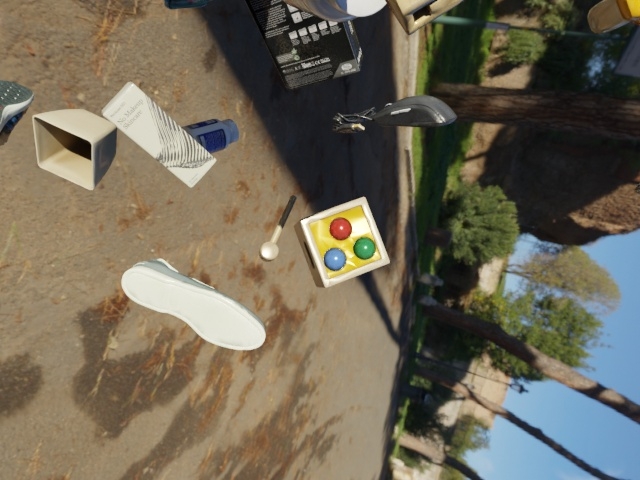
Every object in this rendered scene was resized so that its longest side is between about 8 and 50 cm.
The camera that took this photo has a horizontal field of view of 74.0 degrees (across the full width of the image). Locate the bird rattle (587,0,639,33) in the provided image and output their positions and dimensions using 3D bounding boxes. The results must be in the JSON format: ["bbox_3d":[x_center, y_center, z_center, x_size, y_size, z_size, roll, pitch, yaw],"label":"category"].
[{"bbox_3d":[0.407,-0.304,0.467,0.143,0.207,0.253,61,23,-18],"label":"bird rattle"}]

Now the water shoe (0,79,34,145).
[{"bbox_3d":[-0.591,-0.221,0.767,0.080,0.073,0.203,-51,-153,31],"label":"water shoe"}]

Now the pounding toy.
[{"bbox_3d":[-0.009,-0.007,0.763,0.094,0.206,0.181,154,-84,-77],"label":"pounding toy"}]

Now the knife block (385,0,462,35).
[{"bbox_3d":[0.023,-0.306,0.307,0.275,0.088,0.242,55,15,-23],"label":"knife block"}]

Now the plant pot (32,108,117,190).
[{"bbox_3d":[-0.433,-0.177,0.773,0.096,0.109,0.109,-68,-177,-50],"label":"plant pot"}]

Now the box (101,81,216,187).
[{"bbox_3d":[-0.414,-0.269,1.107,0.113,0.094,0.275,-49,126,-2],"label":"box"}]

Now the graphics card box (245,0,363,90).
[{"bbox_3d":[-0.052,-0.596,1.109,0.371,0.233,0.094,60,32,-42],"label":"graphics card box"}]

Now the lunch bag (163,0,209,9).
[{"bbox_3d":[-0.410,-0.879,1.340,0.160,0.262,0.223,-13,96,-56],"label":"lunch bag"}]

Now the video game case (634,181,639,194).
[{"bbox_3d":[0.457,-0.164,0.417,0.274,0.026,0.196,-58,173,8],"label":"video game case"}]

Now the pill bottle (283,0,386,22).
[{"bbox_3d":[0.011,-0.363,0.565,0.121,0.216,0.121,-13,128,-18],"label":"pill bottle"}]

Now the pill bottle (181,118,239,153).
[{"bbox_3d":[-0.382,-0.359,1.471,0.187,0.112,0.112,-29,136,-37],"label":"pill bottle"}]

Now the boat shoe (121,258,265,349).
[{"bbox_3d":[-0.256,0.127,0.914,0.099,0.320,0.116,-69,-176,-68],"label":"boat shoe"}]

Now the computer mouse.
[{"bbox_3d":[0.151,-0.280,0.934,0.184,0.262,0.060,-28,121,-39],"label":"computer mouse"}]
